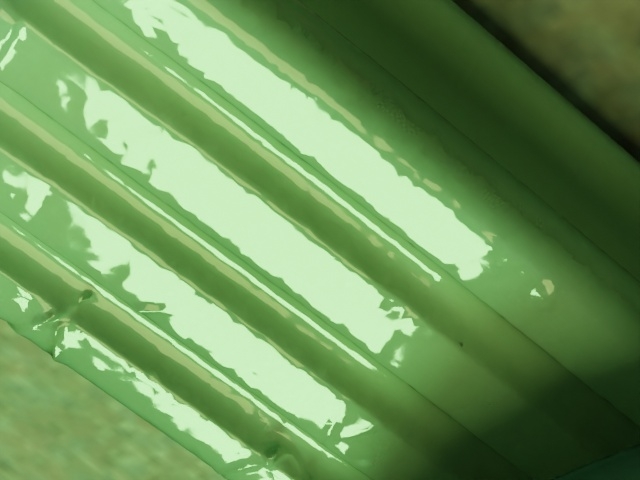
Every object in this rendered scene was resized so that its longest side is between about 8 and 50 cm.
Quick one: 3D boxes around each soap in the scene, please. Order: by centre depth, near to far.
[{"bbox_3d":[0.000,0.000,0.378,0.198,0.066,0.119,38,130,-17],"label":"soap"}]

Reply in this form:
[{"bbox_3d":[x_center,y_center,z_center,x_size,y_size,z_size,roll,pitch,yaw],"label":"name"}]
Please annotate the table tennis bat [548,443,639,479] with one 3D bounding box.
[{"bbox_3d":[0.084,0.124,0.429,0.215,0.044,0.329,0,145,-22],"label":"table tennis bat"}]
